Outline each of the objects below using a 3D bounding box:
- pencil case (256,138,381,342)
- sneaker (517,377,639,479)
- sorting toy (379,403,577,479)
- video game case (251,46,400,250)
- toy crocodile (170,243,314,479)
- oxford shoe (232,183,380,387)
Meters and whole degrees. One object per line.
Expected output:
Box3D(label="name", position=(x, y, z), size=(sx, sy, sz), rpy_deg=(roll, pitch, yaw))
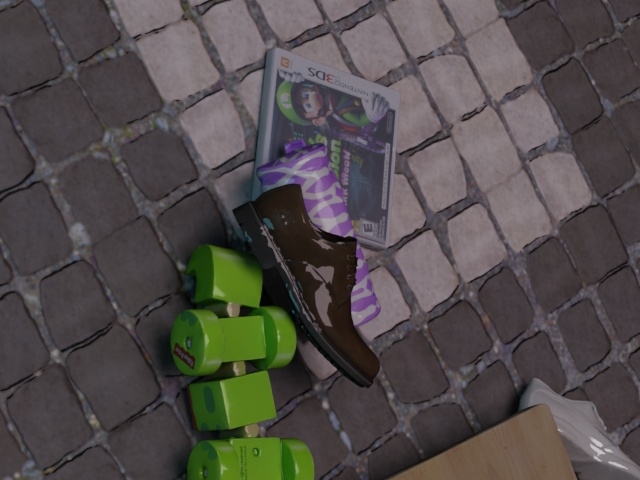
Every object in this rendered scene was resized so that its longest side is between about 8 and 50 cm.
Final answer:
Box3D(label="pencil case", position=(0.000, 0.000, 2.020), size=(0.088, 0.086, 0.206), rpy_deg=(-45, 120, -67))
Box3D(label="sneaker", position=(0.311, 0.231, 2.206), size=(0.212, 0.080, 0.094), rpy_deg=(38, 40, -23))
Box3D(label="sorting toy", position=(0.174, 0.340, 2.063), size=(0.255, 0.089, 0.257), rpy_deg=(-21, 90, -37))
Box3D(label="video game case", position=(0.008, -0.099, 2.110), size=(0.173, 0.022, 0.190), rpy_deg=(17, 68, -30))
Box3D(label="toy crocodile", position=(-0.088, 0.170, 1.928), size=(0.115, 0.105, 0.340), rpy_deg=(-3, 84, -36))
Box3D(label="oxford shoe", position=(0.008, 0.045, 1.944), size=(0.096, 0.083, 0.227), rpy_deg=(-30, 101, 1))
